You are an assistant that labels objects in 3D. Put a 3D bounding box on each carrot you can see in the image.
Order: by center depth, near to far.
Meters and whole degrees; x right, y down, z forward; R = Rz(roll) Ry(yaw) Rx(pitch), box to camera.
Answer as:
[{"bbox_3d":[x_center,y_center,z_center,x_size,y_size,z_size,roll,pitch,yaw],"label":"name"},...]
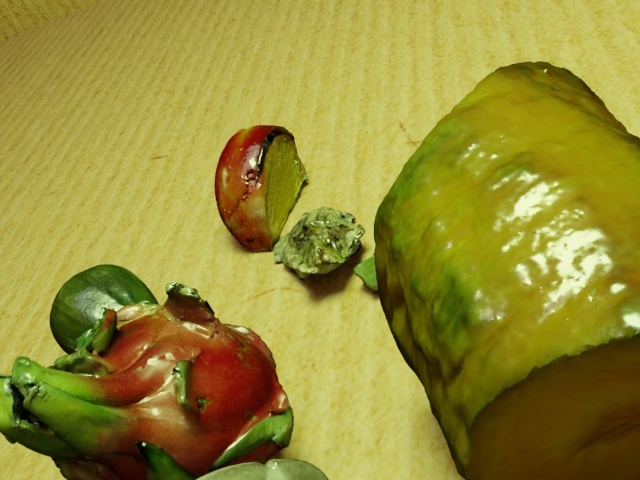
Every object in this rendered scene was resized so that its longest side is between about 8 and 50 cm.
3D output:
[{"bbox_3d":[0.165,0.030,0.552,0.241,0.242,0.341,-23,35,5],"label":"carrot"}]

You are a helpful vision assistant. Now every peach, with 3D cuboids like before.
[{"bbox_3d":[-0.084,-0.067,0.984,0.092,0.127,0.172,2,68,24],"label":"peach"}]

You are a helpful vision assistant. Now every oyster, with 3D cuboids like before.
[{"bbox_3d":[0.003,0.001,0.872,0.108,0.053,0.166,-22,26,-12],"label":"oyster"}]

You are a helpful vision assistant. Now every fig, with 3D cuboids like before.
[{"bbox_3d":[-0.218,0.099,0.850,0.177,0.117,0.117,24,57,30],"label":"fig"}]

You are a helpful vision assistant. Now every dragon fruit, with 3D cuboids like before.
[{"bbox_3d":[-0.145,0.125,0.623,0.200,0.269,0.198,23,87,53],"label":"dragon fruit"}]

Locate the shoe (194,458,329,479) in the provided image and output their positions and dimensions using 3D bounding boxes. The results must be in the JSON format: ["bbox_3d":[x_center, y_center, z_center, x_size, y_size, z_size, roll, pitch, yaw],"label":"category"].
[{"bbox_3d":[-0.105,0.292,0.473,0.350,0.172,0.198,-24,66,-30],"label":"shoe"}]

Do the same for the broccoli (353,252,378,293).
[{"bbox_3d":[0.122,-0.020,0.795,0.204,0.122,0.118,-43,19,1],"label":"broccoli"}]
